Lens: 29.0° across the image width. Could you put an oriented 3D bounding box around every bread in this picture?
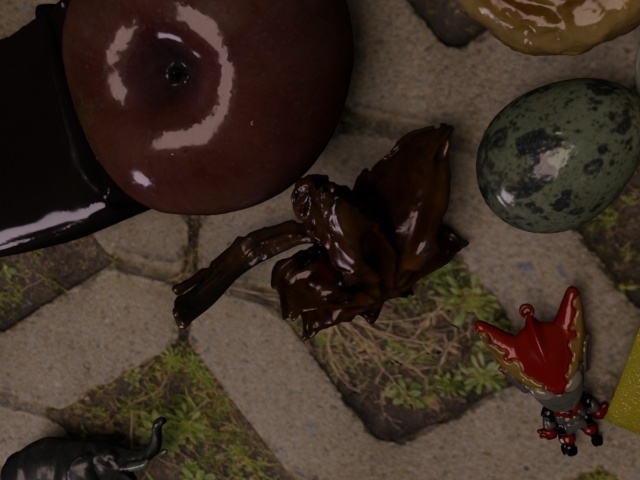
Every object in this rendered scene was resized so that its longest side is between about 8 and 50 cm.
[{"bbox_3d":[0.215,-0.283,1.083,0.244,0.134,0.244,7,105,26],"label":"bread"}]

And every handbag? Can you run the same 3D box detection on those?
[{"bbox_3d":[-0.324,-0.119,1.372,0.285,0.113,0.257,-14,94,33],"label":"handbag"}]

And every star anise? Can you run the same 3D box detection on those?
[{"bbox_3d":[0.000,0.011,1.233,0.346,0.237,0.148,-27,61,21],"label":"star anise"}]

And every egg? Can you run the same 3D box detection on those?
[{"bbox_3d":[0.223,-0.081,1.141,0.172,0.132,0.132,-37,89,28],"label":"egg"}]

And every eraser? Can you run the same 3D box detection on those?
[{"bbox_3d":[0.344,0.137,1.207,0.097,0.045,0.122,21,114,16],"label":"eraser"}]

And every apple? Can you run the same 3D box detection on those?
[{"bbox_3d":[-0.113,-0.177,1.194,0.306,0.235,0.305,4,104,18],"label":"apple"}]

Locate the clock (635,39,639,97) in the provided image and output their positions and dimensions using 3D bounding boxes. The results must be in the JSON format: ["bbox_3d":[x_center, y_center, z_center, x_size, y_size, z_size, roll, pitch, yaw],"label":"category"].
[{"bbox_3d":[0.399,-0.151,1.092,0.236,0.053,0.236,7,106,23],"label":"clock"}]

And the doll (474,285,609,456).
[{"bbox_3d":[0.235,0.136,1.248,0.109,0.057,0.169,-22,111,12],"label":"doll"}]

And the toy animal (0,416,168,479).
[{"bbox_3d":[-0.277,0.294,1.490,0.269,0.082,0.137,-14,101,26],"label":"toy animal"}]
